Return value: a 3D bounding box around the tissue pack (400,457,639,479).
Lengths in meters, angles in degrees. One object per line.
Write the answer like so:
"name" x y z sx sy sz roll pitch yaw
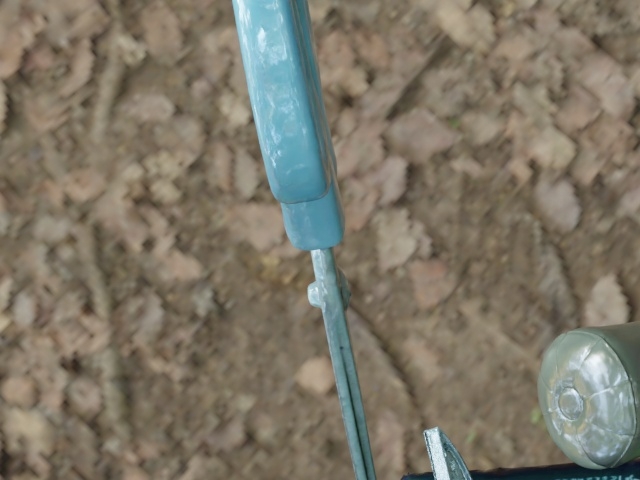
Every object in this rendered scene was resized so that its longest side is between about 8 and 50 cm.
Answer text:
"tissue pack" 0.169 0.389 1.447 0.264 0.416 0.253 -9 132 17

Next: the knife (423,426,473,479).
"knife" 0.081 0.189 0.903 0.015 0.028 0.210 -28 63 35

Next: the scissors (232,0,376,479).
"scissors" 0.000 0.000 0.925 0.029 0.192 0.447 -9 139 2

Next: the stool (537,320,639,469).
"stool" 0.207 0.099 1.271 0.096 0.110 0.096 24 119 54
